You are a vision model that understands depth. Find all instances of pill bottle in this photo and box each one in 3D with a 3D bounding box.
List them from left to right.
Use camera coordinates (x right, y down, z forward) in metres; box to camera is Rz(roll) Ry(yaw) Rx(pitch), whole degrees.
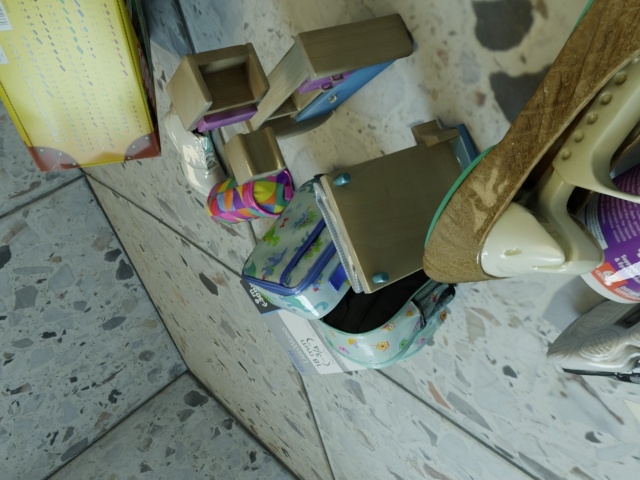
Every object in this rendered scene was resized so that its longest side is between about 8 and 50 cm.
[{"bbox_3d":[0.293,-0.027,0.390,0.108,0.108,0.193,50,152,6],"label":"pill bottle"}]

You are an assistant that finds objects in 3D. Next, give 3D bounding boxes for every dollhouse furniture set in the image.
[{"bbox_3d":[0.008,-0.056,0.603,0.198,0.286,0.303,-22,92,62],"label":"dollhouse furniture set"}]

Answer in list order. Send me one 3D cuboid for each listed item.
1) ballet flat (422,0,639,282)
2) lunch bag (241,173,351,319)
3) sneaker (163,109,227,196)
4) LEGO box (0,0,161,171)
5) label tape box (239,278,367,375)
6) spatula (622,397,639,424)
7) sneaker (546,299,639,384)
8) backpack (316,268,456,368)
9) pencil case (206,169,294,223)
[{"bbox_3d":[0.197,-0.054,0.399,0.342,0.116,0.124,-60,39,33],"label":"ballet flat"},{"bbox_3d":[0.000,0.000,0.750,0.176,0.219,0.090,14,151,53],"label":"lunch bag"},{"bbox_3d":[-0.250,-0.188,1.085,0.094,0.080,0.212,-16,107,48],"label":"sneaker"},{"bbox_3d":[-0.379,-0.410,0.736,0.500,0.193,0.372,95,162,-52],"label":"LEGO box"},{"bbox_3d":[-0.037,0.144,1.029,0.334,0.106,0.240,-24,101,50],"label":"label tape box"},{"bbox_3d":[0.436,0.266,0.531,0.242,0.019,0.168,45,171,-10],"label":"spatula"},{"bbox_3d":[0.348,0.128,0.489,0.153,0.101,0.268,51,152,3],"label":"sneaker"},{"bbox_3d":[0.086,0.095,0.760,0.166,0.188,0.144,22,139,44],"label":"backpack"},{"bbox_3d":[-0.139,-0.084,1.006,0.236,0.104,0.104,-1,121,59],"label":"pencil case"}]
